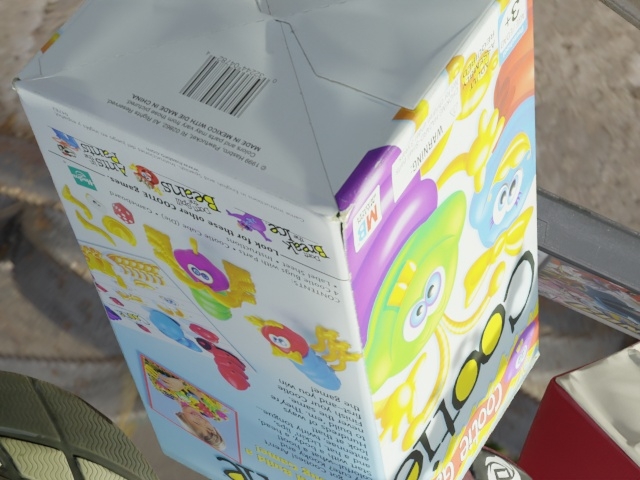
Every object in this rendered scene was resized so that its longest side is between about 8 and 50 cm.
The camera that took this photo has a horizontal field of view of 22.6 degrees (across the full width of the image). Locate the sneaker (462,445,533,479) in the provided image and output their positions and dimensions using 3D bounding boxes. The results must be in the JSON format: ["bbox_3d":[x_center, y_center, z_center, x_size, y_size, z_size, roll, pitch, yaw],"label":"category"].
[{"bbox_3d":[0.097,0.230,0.994,0.162,0.106,0.281,0,67,-32],"label":"sneaker"}]

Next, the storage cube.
[{"bbox_3d":[0.291,0.210,1.367,0.183,0.215,0.193,-19,141,-31],"label":"storage cube"}]

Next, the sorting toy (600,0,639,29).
[{"bbox_3d":[0.208,-0.156,0.920,0.307,0.229,0.041,43,124,30],"label":"sorting toy"}]

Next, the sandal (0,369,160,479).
[{"bbox_3d":[-0.220,0.126,0.779,0.303,0.120,0.086,8,141,-11],"label":"sandal"}]

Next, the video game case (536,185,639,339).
[{"bbox_3d":[0.232,0.044,1.067,0.275,0.248,0.035,25,85,2],"label":"video game case"}]

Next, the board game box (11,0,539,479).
[{"bbox_3d":[0.000,0.000,0.688,0.144,0.275,0.142,24,60,23],"label":"board game box"}]
